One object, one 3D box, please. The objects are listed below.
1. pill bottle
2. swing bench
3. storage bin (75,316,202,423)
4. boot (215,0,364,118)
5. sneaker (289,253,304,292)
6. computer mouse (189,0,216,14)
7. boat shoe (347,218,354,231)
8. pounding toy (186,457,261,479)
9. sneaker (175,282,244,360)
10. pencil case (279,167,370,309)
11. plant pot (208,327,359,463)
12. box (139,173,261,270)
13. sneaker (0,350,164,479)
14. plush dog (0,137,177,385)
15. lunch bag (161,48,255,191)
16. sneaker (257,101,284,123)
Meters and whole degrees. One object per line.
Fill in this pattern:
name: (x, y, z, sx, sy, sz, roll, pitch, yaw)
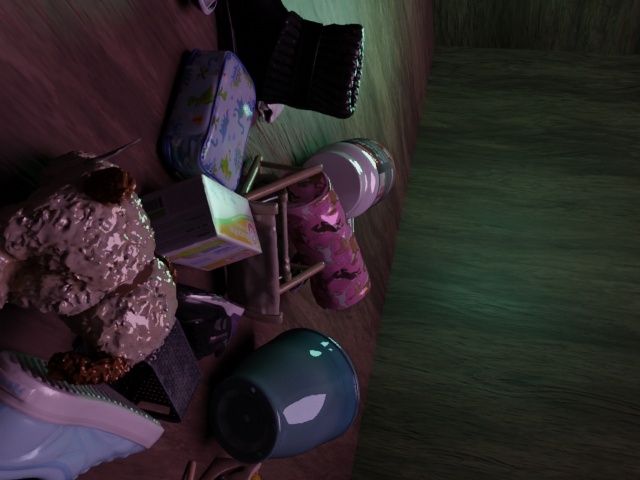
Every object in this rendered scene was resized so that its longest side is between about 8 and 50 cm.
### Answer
pill bottle: (0.074, -0.171, 1.823, 0.363, 0.210, 0.210, -35, 131, -70)
swing bench: (-0.110, -0.010, 1.346, 0.255, 0.165, 0.253, -48, 144, -57)
storage bin: (-0.260, 0.181, 0.969, 0.180, 0.122, 0.084, 80, 23, -47)
boot: (-0.047, -0.401, 1.193, 0.131, 0.260, 0.348, -56, 150, -58)
sneaker: (-0.055, 0.083, 1.782, 0.144, 0.053, 0.059, -53, 148, -44)
computer mouse: (-0.209, -0.443, 1.016, 0.106, 0.042, 0.193, -71, 156, -49)
boat shoe: (0.093, -0.149, 2.106, 0.098, 0.096, 0.277, 7, 91, -74)
pounding toy: (-0.187, 0.516, 1.329, 0.269, 0.154, 0.155, -43, 138, -67)
sneaker: (-0.214, 0.153, 1.166, 0.283, 0.107, 0.124, 46, 59, -70)
pencil case: (0.000, 0.000, 1.615, 0.160, 0.167, 0.386, -109, 177, -49)
plant pot: (-0.094, 0.347, 1.427, 0.255, 0.271, 0.272, -9, 107, -58)
box: (-0.190, -0.023, 1.086, 0.203, 0.114, 0.103, 31, 41, -74)
sneaker: (-0.326, 0.243, 0.818, 0.150, 0.135, 0.366, -55, 157, -13)
plush dog: (-0.239, 0.033, 0.735, 0.225, 0.210, 0.262, 67, 31, -27)
lunch bag: (-0.182, -0.197, 1.126, 0.176, 0.090, 0.219, 46, 53, -69)
sneaker: (-0.111, -0.312, 1.396, 0.152, 0.053, 0.061, 78, 28, -51)
